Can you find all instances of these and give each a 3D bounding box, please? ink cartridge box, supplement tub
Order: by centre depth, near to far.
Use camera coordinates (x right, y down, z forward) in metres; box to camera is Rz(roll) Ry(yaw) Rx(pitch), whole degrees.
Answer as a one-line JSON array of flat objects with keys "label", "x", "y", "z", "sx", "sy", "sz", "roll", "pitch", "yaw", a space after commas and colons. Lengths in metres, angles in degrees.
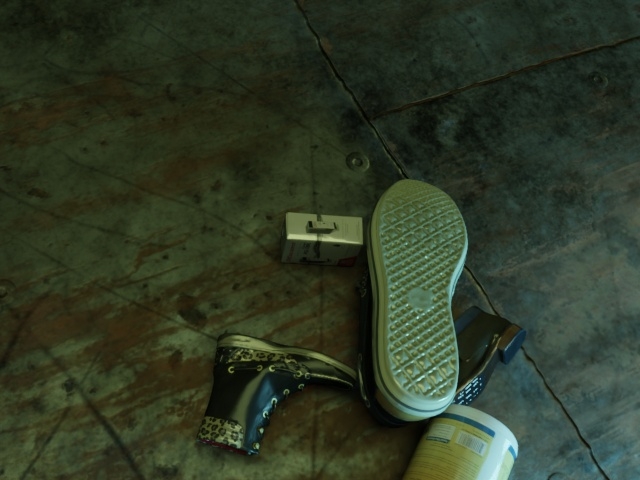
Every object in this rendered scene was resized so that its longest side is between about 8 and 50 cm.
[{"label": "supplement tub", "x": 0.201, "y": 0.367, "z": 1.108, "sx": 0.144, "sy": 0.144, "sz": 0.200, "roll": 30, "pitch": 61, "yaw": 6}, {"label": "ink cartridge box", "x": 0.000, "y": 0.000, "z": 1.294, "sx": 0.135, "sy": 0.099, "sz": 0.056, "roll": 4, "pitch": 63, "yaw": -8}]

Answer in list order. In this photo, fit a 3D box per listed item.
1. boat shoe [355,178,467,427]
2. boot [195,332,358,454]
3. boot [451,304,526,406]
[{"label": "boat shoe", "x": 0.147, "y": 0.090, "z": 1.246, "sx": 0.186, "sy": 0.156, "sz": 0.500, "roll": 16, "pitch": 48, "yaw": -9}, {"label": "boot", "x": -0.070, "y": 0.257, "z": 1.155, "sx": 0.236, "sy": 0.085, "sz": 0.179, "roll": 14, "pitch": 64, "yaw": 0}, {"label": "boot", "x": 0.247, "y": 0.206, "z": 1.259, "sx": 0.219, "sy": 0.082, "sz": 0.106, "roll": -39, "pitch": 53, "yaw": -21}]
